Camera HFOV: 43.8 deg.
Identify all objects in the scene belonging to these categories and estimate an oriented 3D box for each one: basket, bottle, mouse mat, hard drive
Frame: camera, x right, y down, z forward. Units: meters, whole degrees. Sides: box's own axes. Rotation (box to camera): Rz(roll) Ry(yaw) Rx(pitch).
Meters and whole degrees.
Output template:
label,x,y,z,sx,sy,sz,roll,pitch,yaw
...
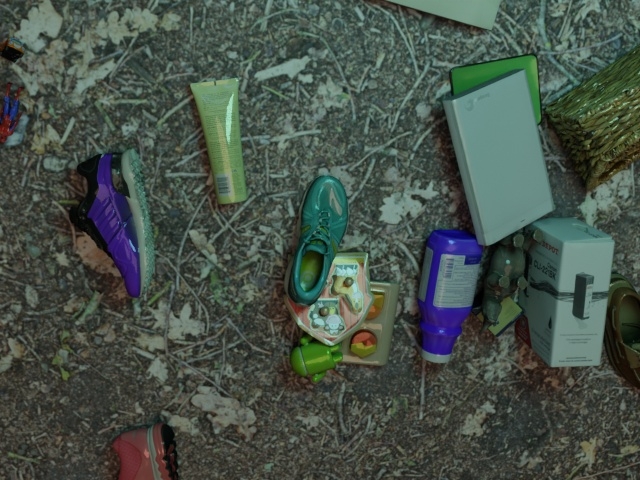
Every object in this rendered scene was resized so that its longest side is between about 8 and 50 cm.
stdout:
label,x,y,z,sx,sy,sz,roll,pitch,yaw
basket,0.649,-0.242,1.590,0.299,0.213,0.223,-33,107,2
bottle,0.267,0.120,1.695,0.118,0.092,0.282,1,106,-22
mouse mat,0.363,-0.296,1.639,0.190,0.007,0.152,-11,107,-7
hard drive,0.367,-0.169,1.616,0.203,0.040,0.307,-26,110,-26

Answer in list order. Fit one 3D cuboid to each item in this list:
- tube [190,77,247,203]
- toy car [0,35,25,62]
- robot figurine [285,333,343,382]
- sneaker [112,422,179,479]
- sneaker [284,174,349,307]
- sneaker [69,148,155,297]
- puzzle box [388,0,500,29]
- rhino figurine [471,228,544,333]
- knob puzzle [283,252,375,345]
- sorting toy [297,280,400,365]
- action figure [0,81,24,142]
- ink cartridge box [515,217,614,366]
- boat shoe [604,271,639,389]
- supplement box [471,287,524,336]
label,x,y,z,sx,sy,sz,roll,pitch,yaw
tube,-0.189,-0.193,1.559,0.070,0.062,0.240,-22,108,-48
toy car,-0.597,-0.364,1.444,0.122,0.060,0.040,18,71,-20
robot figurine,-0.012,0.246,1.672,0.115,0.067,0.101,-17,101,2
sneaker,-0.374,0.544,1.723,0.136,0.116,0.313,-5,100,3
sneaker,0.000,0.000,1.591,0.107,0.110,0.275,12,81,-4
sneaker,-0.409,-0.028,1.552,0.146,0.102,0.293,-6,102,-3
puzzle box,0.174,-0.581,1.503,0.409,0.052,0.271,13,103,-13
rhino figurine,0.380,0.084,1.657,0.073,0.106,0.243,24,84,-11
knob puzzle,0.020,0.121,1.649,0.213,0.030,0.213,2,80,-8
sorting toy,0.061,0.176,1.709,0.209,0.038,0.192,5,105,-10
action figure,-0.584,-0.237,1.494,0.038,0.030,0.115,20,107,-8
ink cartridge box,0.508,0.103,1.675,0.114,0.197,0.272,0,105,-9
boat shoe,0.706,0.224,1.782,0.123,0.120,0.324,-33,108,2
supplement box,0.382,0.150,1.742,0.083,0.056,0.083,-43,107,5
